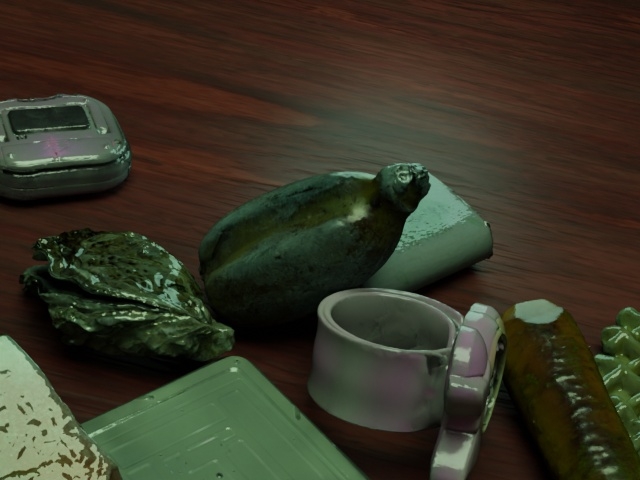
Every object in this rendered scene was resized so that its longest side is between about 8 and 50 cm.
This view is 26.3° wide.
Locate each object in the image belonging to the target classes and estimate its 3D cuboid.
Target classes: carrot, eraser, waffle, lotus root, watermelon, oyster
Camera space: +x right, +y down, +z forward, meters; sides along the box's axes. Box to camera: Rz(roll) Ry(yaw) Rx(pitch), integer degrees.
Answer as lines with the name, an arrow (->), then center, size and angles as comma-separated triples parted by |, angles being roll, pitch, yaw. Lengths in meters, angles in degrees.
carrot -> 0.289, 0.198, 1.590 | 0.114, 0.114, 0.302 | -3, 44, -16
eraser -> 0.091, -0.001, 1.809 | 0.227, 0.081, 0.174 | -21, 49, -34
waffle -> 0.482, 0.196, 1.675 | 0.309, 0.056, 0.292 | 16, 39, 5
lotus root -> 0.000, 0.000, 1.654 | 0.322, 0.140, 0.158 | -24, 51, 18
watermelon -> -0.309, 0.219, 1.342 | 0.302, 0.264, 0.151 | 31, 56, 9
oyster -> -0.241, 0.069, 1.627 | 0.198, 0.112, 0.268 | -11, 32, -35

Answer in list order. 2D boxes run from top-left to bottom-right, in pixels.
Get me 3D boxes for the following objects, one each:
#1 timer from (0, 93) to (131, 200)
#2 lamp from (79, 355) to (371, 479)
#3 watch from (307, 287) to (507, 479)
timer -> -0.371, -0.132, 1.878 | 0.208, 0.069, 0.191 | -10, 40, -21
lamp -> -0.115, 0.255, 1.476 | 0.266, 0.047, 0.269 | -24, 49, -33
watch -> 0.089, 0.157, 1.548 | 0.217, 0.211, 0.248 | 12, 21, 13
